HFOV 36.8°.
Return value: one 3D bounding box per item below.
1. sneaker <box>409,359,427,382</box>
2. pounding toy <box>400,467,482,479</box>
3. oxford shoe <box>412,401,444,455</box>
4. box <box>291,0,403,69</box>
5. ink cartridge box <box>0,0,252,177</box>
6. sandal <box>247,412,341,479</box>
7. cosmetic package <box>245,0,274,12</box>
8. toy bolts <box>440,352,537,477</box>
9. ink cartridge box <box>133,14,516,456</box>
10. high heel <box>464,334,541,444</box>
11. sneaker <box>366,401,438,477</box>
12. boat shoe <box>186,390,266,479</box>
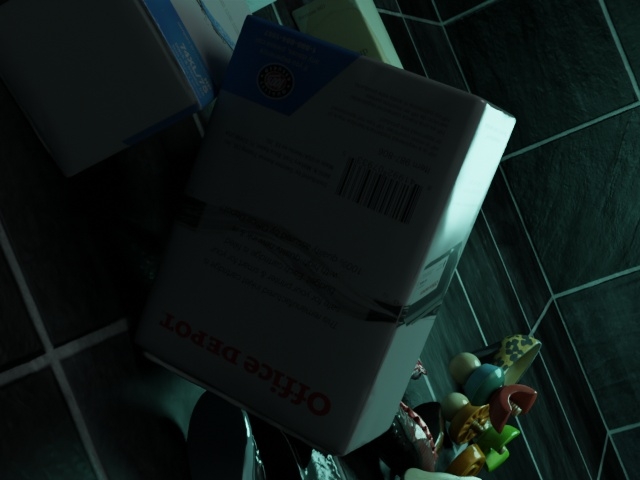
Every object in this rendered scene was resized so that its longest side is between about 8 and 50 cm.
[{"bbox_3d":[0.162,0.241,1.754,0.067,0.042,0.118,58,22,-14],"label":"sneaker"},{"bbox_3d":[0.196,0.468,1.501,0.269,0.155,0.154,15,43,-27],"label":"pounding toy"},{"bbox_3d":[0.185,0.357,1.668,0.212,0.076,0.076,-43,118,-66],"label":"oxford shoe"},{"bbox_3d":[0.079,-0.364,1.991,0.311,0.148,0.121,63,23,-8],"label":"box"},{"bbox_3d":[-0.219,-0.238,1.130,0.197,0.198,0.270,61,24,-16],"label":"ink cartridge box"},{"bbox_3d":[-0.019,0.225,1.276,0.167,0.107,0.446,-13,82,-68],"label":"sandal"},{"bbox_3d":[-0.106,-0.496,1.509,0.377,0.284,0.098,7,62,-65],"label":"cosmetic package"},{"bbox_3d":[0.268,0.324,1.780,0.218,0.229,0.158,-23,51,-39],"label":"toy bolts"},{"bbox_3d":[0.001,-0.008,1.069,0.166,0.285,0.395,0,113,-66],"label":"ink cartridge box"},{"bbox_3d":[0.390,0.324,2.002,0.093,0.186,0.261,41,35,-48],"label":"high heel"},{"bbox_3d":[0.091,0.283,1.486,0.276,0.097,0.135,60,23,-14],"label":"sneaker"},{"bbox_3d":[-0.093,0.282,1.101,0.076,0.080,0.229,27,47,-66],"label":"boat shoe"}]
